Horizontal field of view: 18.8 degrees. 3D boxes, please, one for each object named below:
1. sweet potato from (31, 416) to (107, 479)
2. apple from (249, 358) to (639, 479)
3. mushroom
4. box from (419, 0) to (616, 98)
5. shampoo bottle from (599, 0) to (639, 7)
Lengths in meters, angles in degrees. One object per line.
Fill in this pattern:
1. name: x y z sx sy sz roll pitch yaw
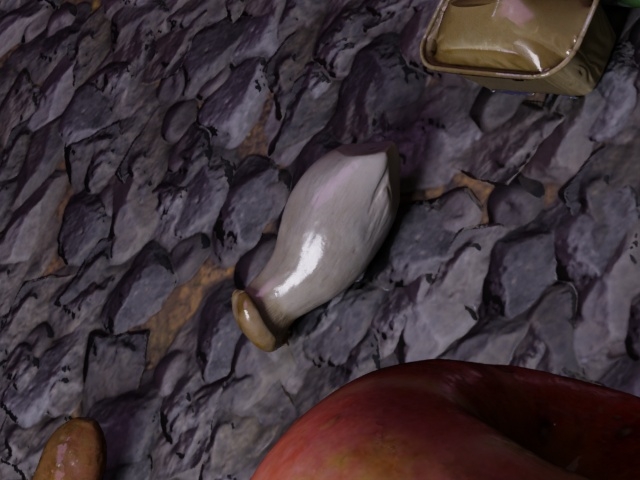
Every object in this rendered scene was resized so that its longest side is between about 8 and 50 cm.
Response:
1. sweet potato: -0.281 0.319 1.708 0.354 0.095 0.106 -62 -5 -15
2. apple: 0.106 0.255 1.167 0.364 0.364 0.364 -26 46 30
3. mushroom: -0.001 -0.001 1.674 0.212 0.088 0.097 -55 29 7
4. box: 0.165 -0.176 1.628 0.177 0.111 0.111 9 68 48
5. shampoo bottle: 0.292 -0.214 1.564 0.204 0.065 0.065 15 72 51
